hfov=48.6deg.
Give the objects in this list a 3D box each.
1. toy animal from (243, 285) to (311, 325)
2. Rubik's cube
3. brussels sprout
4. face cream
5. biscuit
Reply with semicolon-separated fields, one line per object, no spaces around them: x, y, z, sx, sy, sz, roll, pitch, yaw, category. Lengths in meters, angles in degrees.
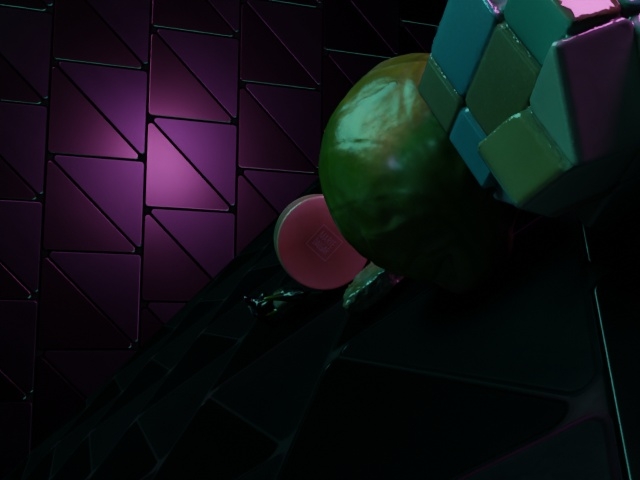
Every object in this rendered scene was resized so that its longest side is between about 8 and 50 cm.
-0.061;0.099;1.216;0.105;0.070;0.202;-25;-2;-22;toy animal
0.224;-0.121;0.545;0.265;0.213;0.224;-19;-28;-18;Rubik's cube
0.108;-0.069;0.740;0.244;0.244;0.244;-41;9;8;brussels sprout
0.000;0.000;1.144;0.149;0.149;0.104;-42;8;-2;face cream
0.136;-0.007;0.953;0.289;0.038;0.141;-41;8;-3;biscuit
